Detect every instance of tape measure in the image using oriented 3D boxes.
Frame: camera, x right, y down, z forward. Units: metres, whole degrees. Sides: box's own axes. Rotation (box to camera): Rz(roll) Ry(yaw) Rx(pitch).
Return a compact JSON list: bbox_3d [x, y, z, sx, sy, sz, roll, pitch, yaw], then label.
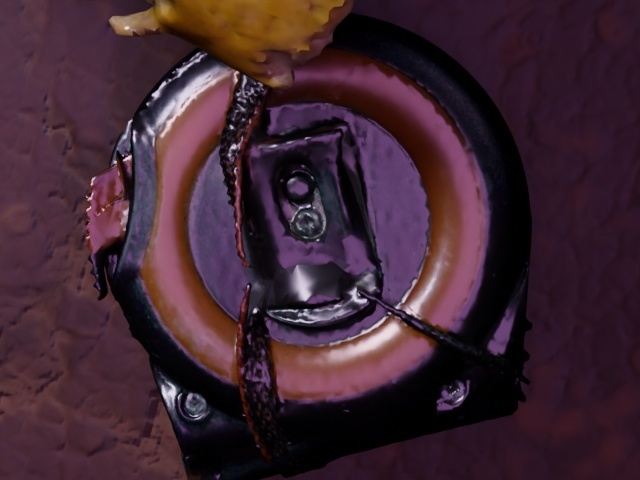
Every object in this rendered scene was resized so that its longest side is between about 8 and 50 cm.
[{"bbox_3d":[0.000,0.000,0.801,0.202,0.135,0.223,-15,93,6],"label":"tape measure"}]

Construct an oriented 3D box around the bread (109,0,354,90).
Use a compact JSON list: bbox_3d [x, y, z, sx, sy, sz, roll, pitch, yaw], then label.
[{"bbox_3d":[-0.112,-0.244,0.682,0.375,0.236,0.165,38,131,-19],"label":"bread"}]
